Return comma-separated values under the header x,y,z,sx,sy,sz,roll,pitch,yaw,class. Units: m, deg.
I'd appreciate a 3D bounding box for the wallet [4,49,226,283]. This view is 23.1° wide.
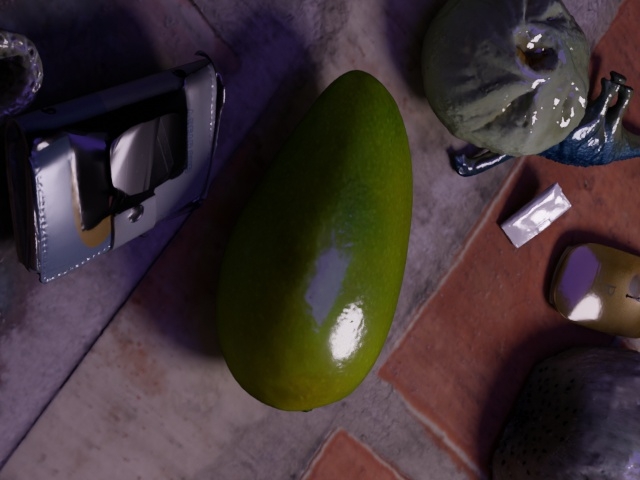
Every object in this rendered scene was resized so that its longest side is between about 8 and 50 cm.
x,y,z,sx,sy,sz,roll,pitch,yaw,class
-0.178,-0.065,1.412,0.231,0.069,0.170,-26,133,-39,wallet

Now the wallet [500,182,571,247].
x,y,z,sx,sy,sz,roll,pitch,yaw,class
0.249,-0.029,1.808,0.083,0.011,0.044,-38,127,1,wallet

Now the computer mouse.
x,y,z,sx,sy,sz,roll,pitch,yaw,class
0.360,0.063,1.918,0.199,0.045,0.102,18,92,-40,computer mouse

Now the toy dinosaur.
x,y,z,sx,sy,sz,roll,pitch,yaw,class
0.309,-0.131,1.813,0.363,0.076,0.147,2,119,-38,toy dinosaur

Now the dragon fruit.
x,y,z,sx,sy,sz,roll,pitch,yaw,class
0.353,0.266,1.861,0.221,0.204,0.283,28,82,-39,dragon fruit

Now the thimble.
x,y,z,sx,sy,sz,roll,pitch,yaw,class
-0.295,-0.139,1.329,0.110,0.062,0.084,-18,111,-35,thimble

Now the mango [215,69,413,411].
x,y,z,sx,sy,sz,roll,pitch,yaw,class
0.000,0.000,1.543,0.192,0.156,0.343,15,88,-48,mango

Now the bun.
x,y,z,sx,sy,sz,roll,pitch,yaw,class
0.207,-0.183,1.659,0.195,0.118,0.195,0,90,-25,bun
